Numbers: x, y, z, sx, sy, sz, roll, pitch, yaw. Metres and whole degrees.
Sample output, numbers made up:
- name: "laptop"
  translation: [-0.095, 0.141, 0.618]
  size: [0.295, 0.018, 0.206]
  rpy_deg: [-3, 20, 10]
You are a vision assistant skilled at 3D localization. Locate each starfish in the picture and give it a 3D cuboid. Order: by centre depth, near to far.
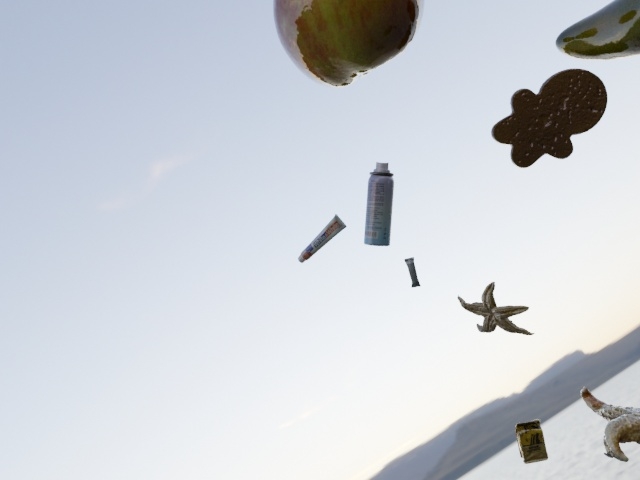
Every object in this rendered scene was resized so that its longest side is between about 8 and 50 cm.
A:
- name: "starfish"
  translation: [0.518, 0.321, 0.849]
  size: [0.327, 0.375, 0.094]
  rpy_deg: [34, -85, -19]
- name: "starfish"
  translation: [0.580, 0.234, 1.942]
  size: [0.062, 0.277, 0.235]
  rpy_deg: [-37, -34, -38]

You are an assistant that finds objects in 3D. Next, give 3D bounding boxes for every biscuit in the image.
- name: "biscuit"
  translation: [0.486, -0.259, 1.233]
  size: [0.236, 0.180, 0.039]
  rpy_deg: [-36, -5, 21]

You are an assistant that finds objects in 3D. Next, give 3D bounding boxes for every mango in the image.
- name: "mango"
  translation: [0.613, -0.425, 1.135]
  size: [0.146, 0.129, 0.289]
  rpy_deg: [-30, 12, -25]

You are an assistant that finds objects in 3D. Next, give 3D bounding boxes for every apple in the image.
- name: "apple"
  translation: [0.059, -0.436, 1.126]
  size: [0.302, 0.301, 0.301]
  rpy_deg: [-27, -25, -14]

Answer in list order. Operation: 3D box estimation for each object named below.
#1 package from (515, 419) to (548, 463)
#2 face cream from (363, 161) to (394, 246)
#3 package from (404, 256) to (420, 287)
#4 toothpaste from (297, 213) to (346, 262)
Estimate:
- name: "package"
  translation: [0.594, 0.561, 1.653]
  size: [0.071, 0.131, 0.047]
  rpy_deg: [-14, 9, 5]
- name: "face cream"
  translation: [0.162, -0.100, 1.601]
  size: [0.075, 0.075, 0.229]
  rpy_deg: [0, -84, -50]
- name: "package"
  translation: [0.332, 0.116, 2.103]
  size: [0.037, 0.110, 0.015]
  rpy_deg: [-15, -3, 21]
- name: "toothpaste"
  translation: [0.000, 0.000, 1.810]
  size: [0.218, 0.052, 0.033]
  rpy_deg: [-44, -8, 35]
